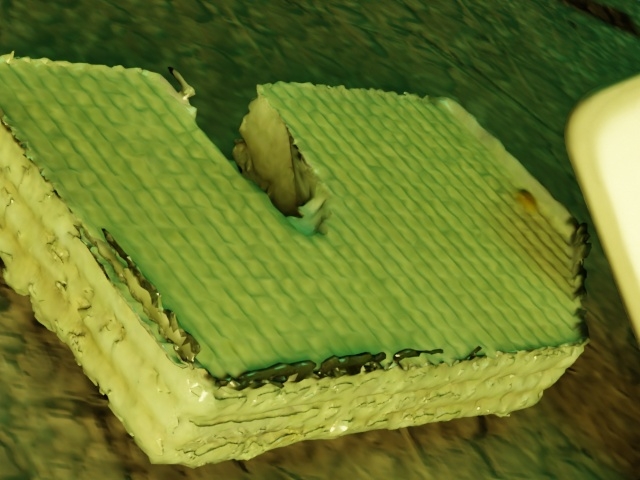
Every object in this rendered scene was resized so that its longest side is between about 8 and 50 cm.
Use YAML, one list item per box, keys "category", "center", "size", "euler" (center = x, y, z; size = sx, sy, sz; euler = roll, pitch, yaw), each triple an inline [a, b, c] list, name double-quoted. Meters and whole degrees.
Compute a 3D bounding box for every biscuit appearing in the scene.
- category: "biscuit"
  center: [0.000, 0.000, 0.645]
  size: [0.250, 0.046, 0.147]
  euler: [-3, 43, -50]

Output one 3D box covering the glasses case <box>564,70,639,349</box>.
- category: "glasses case"
  center: [0.261, -0.041, 0.679]
  size: [0.076, 0.336, 0.144]
  euler: [-40, 109, -82]
